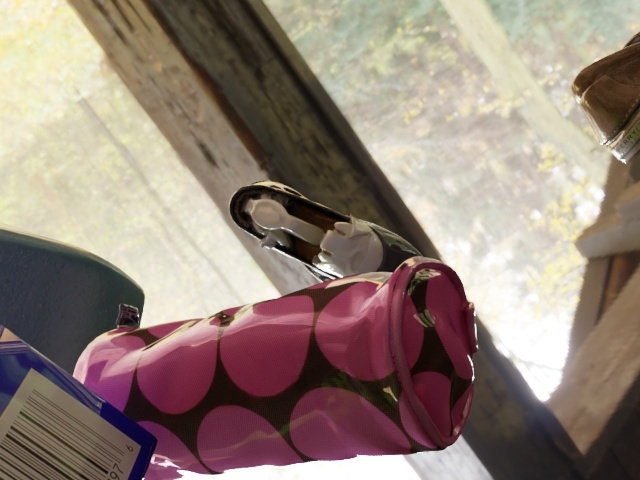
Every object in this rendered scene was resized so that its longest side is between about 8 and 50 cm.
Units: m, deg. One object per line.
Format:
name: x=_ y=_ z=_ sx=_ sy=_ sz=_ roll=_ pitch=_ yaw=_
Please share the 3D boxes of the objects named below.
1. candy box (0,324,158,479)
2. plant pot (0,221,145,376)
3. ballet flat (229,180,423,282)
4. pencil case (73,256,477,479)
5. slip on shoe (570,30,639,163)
candy box: x=-0.276 y=0.132 z=0.417 sx=0.317 sy=0.268 sz=0.122 roll=-43 pitch=-164 yaw=28
plant pot: x=-0.329 y=0.097 z=0.963 sx=0.252 sy=0.247 sz=0.247 roll=10 pitch=-178 yaw=-44
ballet flat: x=0.000 y=0.000 z=0.843 sx=0.074 sy=0.203 sz=0.074 roll=-44 pitch=149 yaw=-35
pencil case: x=-0.023 y=0.063 z=0.452 sx=0.209 sy=0.095 sz=0.098 roll=-13 pitch=173 yaw=36
slip on shoe: x=0.158 y=-0.080 z=0.430 sx=0.135 sy=0.041 sz=0.051 roll=-37 pitch=165 yaw=-35
